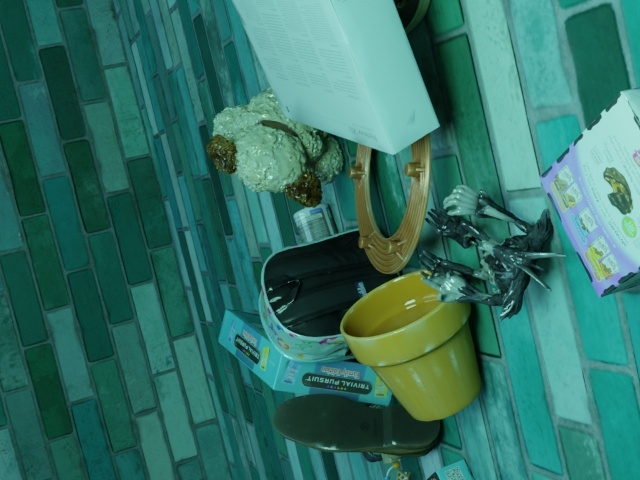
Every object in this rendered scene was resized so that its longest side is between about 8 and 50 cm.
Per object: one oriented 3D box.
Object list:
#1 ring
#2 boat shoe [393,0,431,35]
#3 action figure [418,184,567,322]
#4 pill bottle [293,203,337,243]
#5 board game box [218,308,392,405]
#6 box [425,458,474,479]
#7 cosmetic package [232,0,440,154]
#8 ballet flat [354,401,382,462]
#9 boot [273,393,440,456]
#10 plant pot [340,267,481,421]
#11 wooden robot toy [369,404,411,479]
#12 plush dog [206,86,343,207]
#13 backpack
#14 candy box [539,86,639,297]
[{"bbox_3d":[0.103,-0.113,1.507,0.336,0.032,0.337,180,90,-75],"label":"ring"},{"bbox_3d":[0.098,-0.392,1.318,0.342,0.123,0.123,130,122,-65],"label":"boat shoe"},{"bbox_3d":[0.214,0.019,1.272,0.275,0.141,0.164,-174,103,-72],"label":"action figure"},{"bbox_3d":[0.000,0.000,1.899,0.078,0.078,0.137,140,113,-67],"label":"pill bottle"},{"bbox_3d":[-0.035,0.236,1.895,0.336,0.253,0.079,24,100,64],"label":"board game box"},{"bbox_3d":[0.222,0.492,1.700,0.244,0.060,0.100,111,139,-57],"label":"box"},{"bbox_3d":[0.001,-0.300,1.390,0.377,0.097,0.284,31,147,59],"label":"cosmetic package"},{"bbox_3d":[0.080,0.386,1.978,0.203,0.074,0.074,60,155,28],"label":"ballet flat"},{"bbox_3d":[0.065,0.359,1.713,0.115,0.305,0.112,84,-168,-56],"label":"boot"},{"bbox_3d":[0.163,0.175,1.476,0.188,0.205,0.205,63,163,-17],"label":"plant pot"},{"bbox_3d":[0.147,0.396,1.794,0.079,0.076,0.173,127,124,-72],"label":"wooden robot toy"},{"bbox_3d":[-0.077,-0.176,1.678,0.210,0.262,0.225,115,174,-49],"label":"plush dog"},{"bbox_3d":[0.014,0.110,1.677,0.191,0.253,0.225,108,146,-52],"label":"backpack"},{"bbox_3d":[0.342,-0.051,1.011,0.196,0.070,0.165,121,131,-63],"label":"candy box"}]
